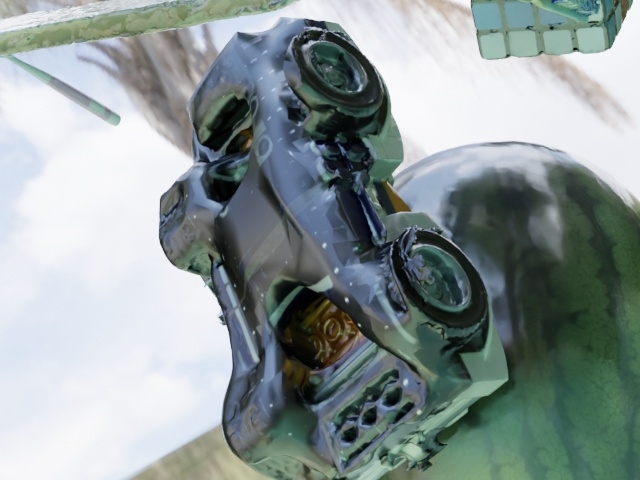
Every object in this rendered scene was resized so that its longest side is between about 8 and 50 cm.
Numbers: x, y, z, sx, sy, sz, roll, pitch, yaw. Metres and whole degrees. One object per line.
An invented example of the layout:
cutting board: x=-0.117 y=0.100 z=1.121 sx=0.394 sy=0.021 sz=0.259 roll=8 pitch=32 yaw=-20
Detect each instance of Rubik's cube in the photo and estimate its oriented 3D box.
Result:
Rubik's cube: x=0.259 y=-0.305 z=1.307 sx=0.155 sy=0.154 sz=0.151 roll=-54 pitch=-42 yaw=-48

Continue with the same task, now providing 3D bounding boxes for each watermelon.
watermelon: x=0.139 y=0.077 z=0.861 sx=0.279 sy=0.359 sz=0.279 roll=-3 pitch=-33 yaw=-2

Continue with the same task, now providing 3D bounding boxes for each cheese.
cheese: x=-0.195 y=-0.221 z=1.146 sx=0.400 sy=0.034 sz=0.085 roll=-4 pitch=21 yaw=26

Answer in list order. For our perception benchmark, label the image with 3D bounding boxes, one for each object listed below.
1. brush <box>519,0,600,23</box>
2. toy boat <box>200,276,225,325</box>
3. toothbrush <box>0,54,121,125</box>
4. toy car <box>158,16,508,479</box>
brush: x=0.221 y=-0.247 z=1.149 sx=0.178 sy=0.033 sz=0.030 roll=4 pitch=-9 yaw=-44
toy boat: x=-0.092 y=0.048 z=1.585 sx=0.114 sy=0.122 sz=0.296 roll=-47 pitch=6 yaw=16
toothbrush: x=-0.353 y=-0.210 z=1.559 sx=0.286 sy=0.025 sz=0.020 roll=31 pitch=-105 yaw=-59
toy car: x=0.001 y=-0.001 z=0.715 sx=0.118 sy=0.301 sz=0.193 roll=3 pitch=-38 yaw=-37
